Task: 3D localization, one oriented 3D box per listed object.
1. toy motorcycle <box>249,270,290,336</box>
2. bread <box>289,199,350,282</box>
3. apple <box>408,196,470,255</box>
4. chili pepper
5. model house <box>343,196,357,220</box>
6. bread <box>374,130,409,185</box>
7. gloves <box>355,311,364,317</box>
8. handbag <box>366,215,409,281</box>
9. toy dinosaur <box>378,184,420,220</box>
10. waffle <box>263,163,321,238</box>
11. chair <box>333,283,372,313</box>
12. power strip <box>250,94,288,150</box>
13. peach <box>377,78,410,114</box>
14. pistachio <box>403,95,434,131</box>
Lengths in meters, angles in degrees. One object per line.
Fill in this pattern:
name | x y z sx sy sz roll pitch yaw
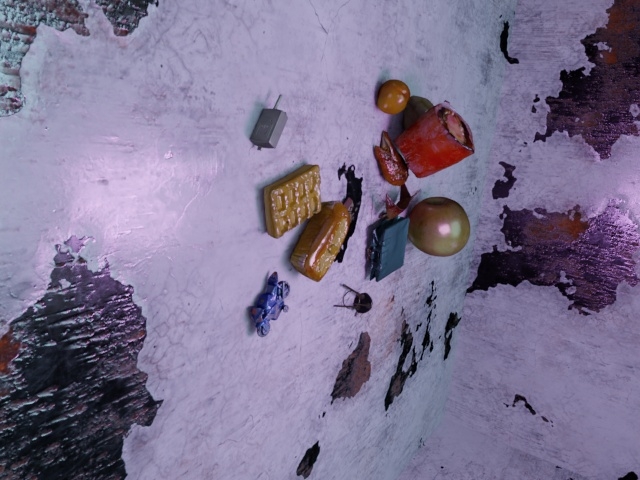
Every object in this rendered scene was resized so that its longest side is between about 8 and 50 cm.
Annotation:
toy motorcycle | -0.167 0.210 1.608 0.114 0.076 0.205 49 60 -45
bread | 0.000 0.000 1.744 0.288 0.119 0.152 -62 142 -21
apple | 0.596 -0.078 2.481 0.319 0.319 0.277 -36 138 -47
chili pepper | 0.462 -0.400 2.069 0.251 0.305 0.229 30 42 -35
model house | 0.106 -0.120 1.921 0.083 0.057 0.058 -55 147 -28
bread | 0.312 -0.338 2.130 0.269 0.095 0.139 57 47 -45
gloves | 0.189 0.323 2.246 0.081 0.037 0.044 -36 96 -27
handbag | 0.303 0.023 2.261 0.274 0.100 0.268 -31 131 -48
toy dinosaur | 0.352 -0.195 2.218 0.327 0.206 0.113 -39 95 -37
waffle | -0.088 -0.133 1.604 0.274 0.057 0.168 -37 131 -46
chair | 0.155 0.263 2.114 0.221 0.095 0.104 22 94 -59
power strip | -0.141 -0.343 1.421 0.042 0.075 0.175 38 68 -57
peach | 0.293 -0.576 1.970 0.138 0.138 0.138 -29 126 -50
pistachio | 0.455 -0.523 2.225 0.162 0.181 0.293 -31 135 -1
